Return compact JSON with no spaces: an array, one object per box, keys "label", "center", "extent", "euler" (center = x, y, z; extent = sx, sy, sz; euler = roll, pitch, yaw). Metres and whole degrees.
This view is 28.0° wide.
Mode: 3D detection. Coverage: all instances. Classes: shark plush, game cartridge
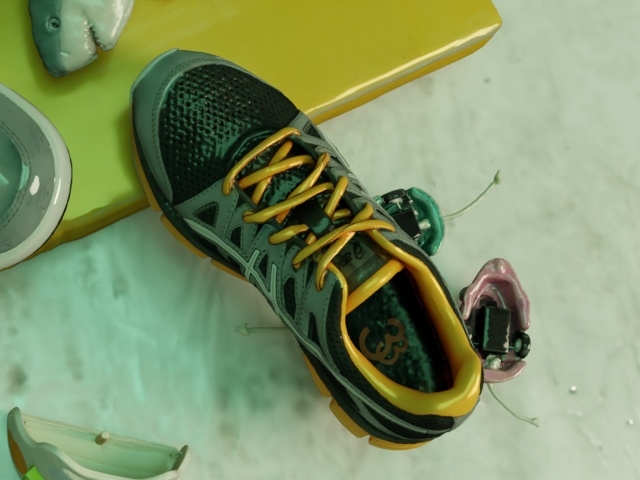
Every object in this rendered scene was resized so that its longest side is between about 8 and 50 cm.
[{"label":"shark plush","center":[-0.128,-0.156,0.566],"extent":[0.067,0.073,0.161],"euler":[-30,93,9]},{"label":"game cartridge","center":[-0.108,-0.162,0.627],"extent":[0.323,0.052,0.285],"euler":[-26,87,-20]}]

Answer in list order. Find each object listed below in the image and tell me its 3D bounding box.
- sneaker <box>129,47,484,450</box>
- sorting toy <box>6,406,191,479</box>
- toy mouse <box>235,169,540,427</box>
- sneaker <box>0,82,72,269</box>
[{"label":"sneaker","center":[0.000,0.000,0.562],"extent":[0.084,0.083,0.215],"euler":[-43,96,-16]},{"label":"sorting toy","center":[-0.095,0.099,0.550],"extent":[0.083,0.075,0.045],"euler":[15,73,-14]},{"label":"toy mouse","center":[0.054,0.025,0.643],"extent":[0.161,0.031,0.143],"euler":[31,70,-10]},{"label":"sneaker","center":[-0.242,-0.059,0.455],"extent":[0.295,0.178,0.124],"euler":[14,86,-4]}]
